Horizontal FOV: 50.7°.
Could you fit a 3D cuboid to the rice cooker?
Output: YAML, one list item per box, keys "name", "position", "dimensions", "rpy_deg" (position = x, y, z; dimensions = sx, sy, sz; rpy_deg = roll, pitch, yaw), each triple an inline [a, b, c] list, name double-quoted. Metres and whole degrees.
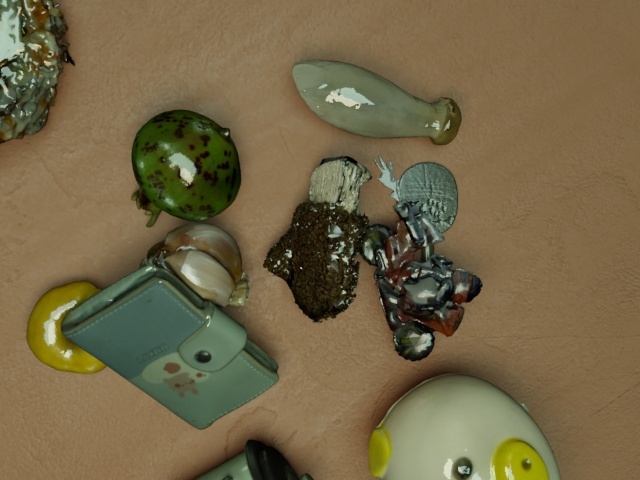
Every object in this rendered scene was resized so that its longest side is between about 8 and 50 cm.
- name: "rice cooker"
  position: [-0.134, 0.531, 1.257]
  dimensions: [0.316, 0.264, 0.317]
  rpy_deg: [-15, 134, -17]

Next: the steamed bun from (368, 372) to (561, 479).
- name: "steamed bun"
  position: [0.278, 0.439, 1.281]
  dimensions: [0.333, 0.334, 0.374]
  rpy_deg: [-32, 91, -5]

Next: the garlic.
- name: "garlic"
  position: [-0.246, 0.068, 1.271]
  dimensions: [0.191, 0.214, 0.160]
  rpy_deg: [36, 45, -17]

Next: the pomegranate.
- name: "pomegranate"
  position: [-0.260, -0.121, 1.243]
  dimensions: [0.263, 0.211, 0.211]
  rpy_deg: [-40, 98, 21]

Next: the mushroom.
- name: "mushroom"
  position: [0.107, -0.266, 1.319]
  dimensions: [0.349, 0.128, 0.129]
  rpy_deg: [12, 91, -11]

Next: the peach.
- name: "peach"
  position: [-0.455, 0.164, 1.271]
  dimensions: [0.179, 0.103, 0.179]
  rpy_deg: [1, 87, -12]

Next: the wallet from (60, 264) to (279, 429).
- name: "wallet"
  position: [-0.253, 0.203, 1.220]
  dimensions: [0.252, 0.083, 0.360]
  rpy_deg: [-30, 124, 20]

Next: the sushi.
- name: "sushi"
  position: [-0.649, -0.344, 1.183]
  dimensions: [0.417, 0.176, 0.418]
  rpy_deg: [0, 93, -8]

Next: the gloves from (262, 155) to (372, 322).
- name: "gloves"
  position: [0.002, 0.001, 1.285]
  dimensions: [0.135, 0.210, 0.313]
  rpy_deg: [11, 82, -46]

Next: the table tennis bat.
- name: "table tennis bat"
  position: [0.220, -0.044, 1.396]
  dimensions: [0.130, 0.022, 0.235]
  rpy_deg: [0, 91, -8]

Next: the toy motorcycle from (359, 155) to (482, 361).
- name: "toy motorcycle"
  position: [0.181, 0.028, 1.316]
  dimensions: [0.207, 0.134, 0.401]
  rpy_deg: [-21, 90, 20]
